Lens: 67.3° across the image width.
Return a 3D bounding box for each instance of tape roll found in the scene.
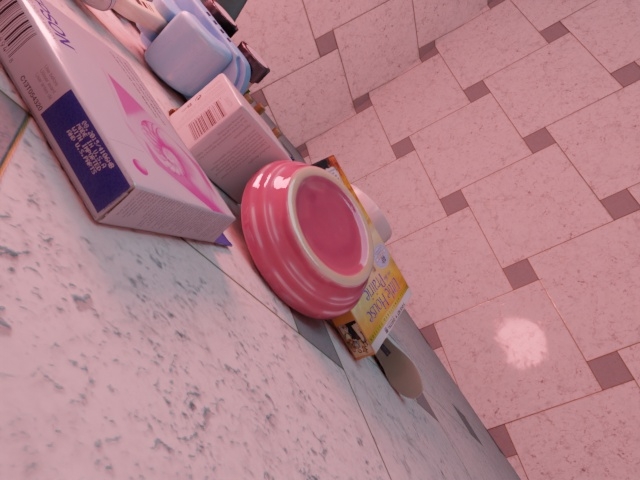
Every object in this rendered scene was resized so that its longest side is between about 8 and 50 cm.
[{"bbox_3d":[0.085,-0.042,1.555,0.246,0.169,0.246,45,-14,14],"label":"tape roll"}]

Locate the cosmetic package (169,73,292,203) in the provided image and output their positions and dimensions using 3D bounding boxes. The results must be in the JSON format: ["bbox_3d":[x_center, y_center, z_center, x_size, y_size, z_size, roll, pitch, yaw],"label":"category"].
[{"bbox_3d":[-0.185,-0.208,1.000,0.183,0.151,0.151,46,10,-48],"label":"cosmetic package"}]

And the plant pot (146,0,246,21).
[{"bbox_3d":[-0.341,-0.779,1.411,0.341,0.334,0.341,39,16,-13],"label":"plant pot"}]

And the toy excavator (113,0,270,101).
[{"bbox_3d":[-0.373,-0.509,1.141,0.433,0.222,0.445,52,16,-1],"label":"toy excavator"}]

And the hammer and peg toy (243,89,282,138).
[{"bbox_3d":[-0.290,-0.495,1.769,0.266,0.127,0.361,44,11,-49],"label":"hammer and peg toy"}]

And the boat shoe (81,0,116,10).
[{"bbox_3d":[-0.499,-0.526,0.909,0.226,0.083,0.075,42,31,-29],"label":"boat shoe"}]

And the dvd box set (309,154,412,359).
[{"bbox_3d":[0.054,0.020,1.123,0.420,0.062,0.307,60,32,-4],"label":"dvd box set"}]

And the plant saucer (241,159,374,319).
[{"bbox_3d":[-0.002,-0.015,0.940,0.332,0.084,0.332,29,48,-38],"label":"plant saucer"}]

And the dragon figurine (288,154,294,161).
[{"bbox_3d":[-0.058,-0.152,1.442,0.144,0.085,0.289,45,8,-42],"label":"dragon figurine"}]

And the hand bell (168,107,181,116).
[{"bbox_3d":[-0.262,-0.273,1.114,0.126,0.126,0.242,54,19,10],"label":"hand bell"}]

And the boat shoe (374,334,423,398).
[{"bbox_3d":[0.183,0.292,1.216,0.227,0.079,0.081,52,11,20],"label":"boat shoe"}]

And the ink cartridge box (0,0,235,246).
[{"bbox_3d":[-0.250,-0.147,0.655,0.324,0.071,0.330,54,9,12],"label":"ink cartridge box"}]
